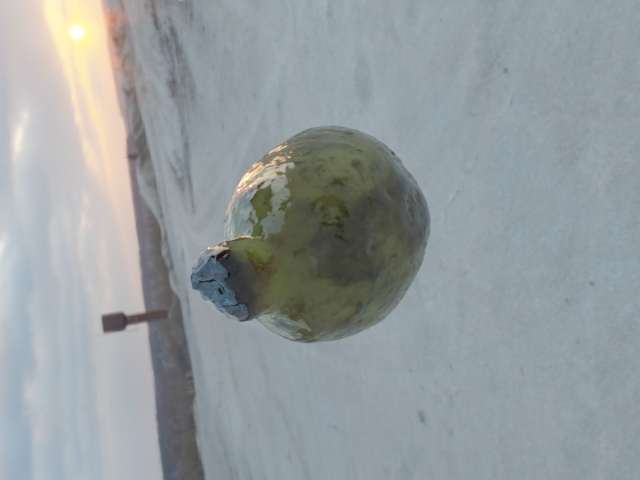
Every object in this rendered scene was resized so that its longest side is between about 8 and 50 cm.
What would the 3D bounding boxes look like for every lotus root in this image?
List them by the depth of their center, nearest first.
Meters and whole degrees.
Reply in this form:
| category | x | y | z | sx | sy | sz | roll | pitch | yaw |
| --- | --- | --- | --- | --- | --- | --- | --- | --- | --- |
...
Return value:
| category | x | y | z | sx | sy | sz | roll | pitch | yaw |
| --- | --- | --- | --- | --- | --- | --- | --- | --- | --- |
| lotus root | 0.000 | 0.000 | 0.400 | 0.214 | 0.138 | 0.139 | -41 | -47 | -59 |
